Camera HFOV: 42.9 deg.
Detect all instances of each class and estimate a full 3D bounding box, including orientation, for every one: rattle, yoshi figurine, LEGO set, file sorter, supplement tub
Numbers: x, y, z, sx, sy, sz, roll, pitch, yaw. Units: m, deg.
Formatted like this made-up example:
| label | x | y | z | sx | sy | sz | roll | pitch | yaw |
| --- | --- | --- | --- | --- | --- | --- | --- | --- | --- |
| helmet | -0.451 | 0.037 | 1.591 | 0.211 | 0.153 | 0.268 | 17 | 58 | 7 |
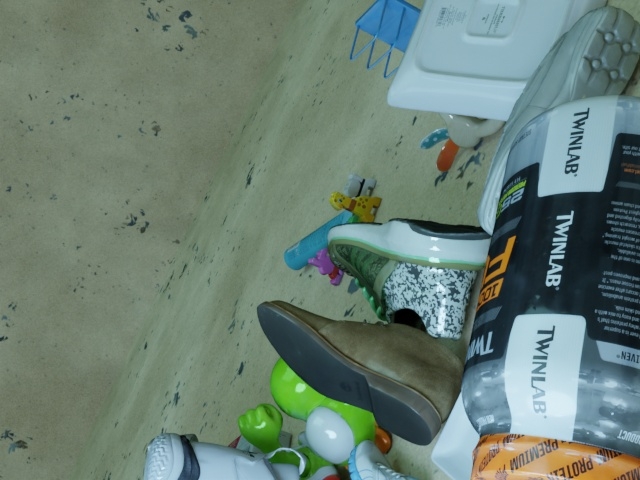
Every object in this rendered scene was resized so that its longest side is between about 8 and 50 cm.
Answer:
| label | x | y | z | sx | sy | sz | roll | pitch | yaw |
| --- | --- | --- | --- | --- | --- | --- | --- | --- | --- |
| rattle | 0.244 | -0.217 | 1.288 | 0.199 | 0.130 | 0.142 | 96 | -164 | -52 |
| yoshi figurine | -0.042 | 0.303 | 1.189 | 0.362 | 0.203 | 0.203 | -59 | 13 | 7 |
| LEGO set | 0.043 | -0.040 | 1.545 | 0.087 | 0.093 | 0.227 | -19 | 48 | 64 |
| file sorter | 0.157 | -0.368 | 1.554 | 0.118 | 0.170 | 0.104 | -31 | 40 | 58 |
| supplement tub | 0.241 | 0.063 | 0.709 | 0.207 | 0.207 | 0.338 | -32 | 36 | 58 |

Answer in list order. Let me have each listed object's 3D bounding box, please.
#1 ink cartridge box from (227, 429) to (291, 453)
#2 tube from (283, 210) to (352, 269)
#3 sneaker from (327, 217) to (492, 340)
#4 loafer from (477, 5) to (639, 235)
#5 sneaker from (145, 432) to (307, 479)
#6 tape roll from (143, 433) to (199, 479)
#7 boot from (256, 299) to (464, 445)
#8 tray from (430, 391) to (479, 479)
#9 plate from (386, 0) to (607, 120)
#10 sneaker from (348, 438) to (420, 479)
| label | x | y | z | sx | sy | sz | roll | pitch | yaw |
| --- | --- | --- | --- | --- | --- | --- | --- | --- | --- |
| ink cartridge box | -0.122 | 0.424 | 1.416 | 0.127 | 0.072 | 0.175 | -46 | 26 | 42 |
| tube | 0.000 | 0.000 | 1.690 | 0.207 | 0.052 | 0.080 | -35 | 39 | 47 |
| sneaker | 0.105 | 0.068 | 1.202 | 0.410 | 0.158 | 0.182 | 172 | 105 | -74 |
| loafer | 0.289 | -0.141 | 1.016 | 0.319 | 0.112 | 0.111 | -57 | 13 | -4 |
| sneaker | -0.120 | 0.427 | 1.022 | 0.137 | 0.210 | 0.365 | 174 | 99 | -80 |
| tape roll | -0.215 | 0.499 | 1.268 | 0.392 | 0.072 | 0.392 | 174 | 90 | -85 |
| boot | 0.049 | 0.148 | 1.076 | 0.115 | 0.305 | 0.112 | -44 | -35 | -31 |
| tray | 0.221 | 0.156 | 0.918 | 0.270 | 0.030 | 0.145 | -64 | 18 | 0 |
| plate | 0.251 | -0.306 | 1.164 | 0.278 | 0.045 | 0.277 | 13 | 75 | 31 |
| sneaker | 0.094 | 0.312 | 1.014 | 0.083 | 0.071 | 0.190 | -51 | 30 | 18 |
